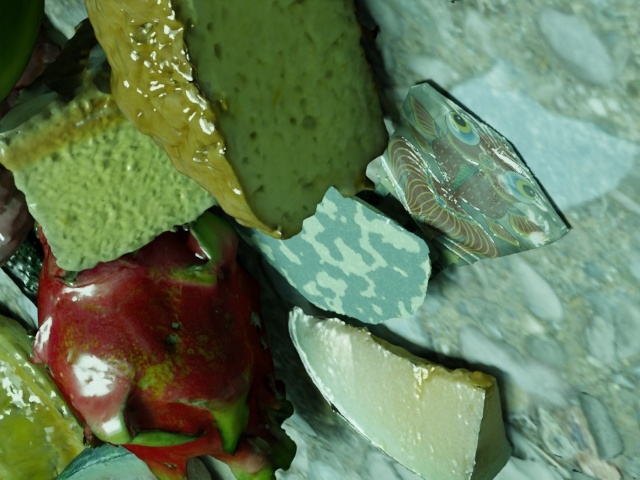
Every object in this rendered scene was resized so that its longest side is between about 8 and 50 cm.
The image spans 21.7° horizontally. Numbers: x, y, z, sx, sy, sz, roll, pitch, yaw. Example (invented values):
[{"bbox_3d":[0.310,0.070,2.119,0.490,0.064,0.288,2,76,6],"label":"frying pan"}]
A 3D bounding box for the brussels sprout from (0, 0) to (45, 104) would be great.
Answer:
[{"bbox_3d":[-0.328,-0.197,1.053,0.344,0.268,0.344,50,-178,-3],"label":"brussels sprout"}]

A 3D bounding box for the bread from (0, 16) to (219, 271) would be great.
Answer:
[{"bbox_3d":[-0.156,-0.071,1.156,0.127,0.152,0.147,33,149,41],"label":"bread"}]

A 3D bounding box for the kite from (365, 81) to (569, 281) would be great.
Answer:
[{"bbox_3d":[0.069,-0.011,1.074,0.127,0.016,0.229,47,150,5],"label":"kite"}]

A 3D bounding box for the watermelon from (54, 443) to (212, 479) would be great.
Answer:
[{"bbox_3d":[-0.146,0.281,1.618,0.226,0.148,0.318,18,130,11],"label":"watermelon"}]

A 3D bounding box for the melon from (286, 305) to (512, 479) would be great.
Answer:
[{"bbox_3d":[0.051,0.110,1.207,0.182,0.054,0.098,20,135,36],"label":"melon"}]

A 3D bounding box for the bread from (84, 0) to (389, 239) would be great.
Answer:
[{"bbox_3d":[-0.054,-0.121,0.984,0.139,0.143,0.229,28,144,47],"label":"bread"}]

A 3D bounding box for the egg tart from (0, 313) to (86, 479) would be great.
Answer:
[{"bbox_3d":[-0.340,0.181,1.717,0.290,0.115,0.290,31,149,22],"label":"egg tart"}]

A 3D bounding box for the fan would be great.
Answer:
[{"bbox_3d":[0.000,0.000,1.157,0.240,0.009,0.131,16,133,48],"label":"fan"}]

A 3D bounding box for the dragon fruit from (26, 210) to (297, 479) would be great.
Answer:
[{"bbox_3d":[-0.116,0.080,1.284,0.269,0.198,0.200,43,-159,-55],"label":"dragon fruit"}]

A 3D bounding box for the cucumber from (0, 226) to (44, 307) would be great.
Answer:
[{"bbox_3d":[-0.247,0.027,1.474,0.214,0.052,0.058,54,169,-16],"label":"cucumber"}]

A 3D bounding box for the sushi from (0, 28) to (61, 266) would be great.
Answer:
[{"bbox_3d":[-0.310,-0.091,1.292,0.270,0.171,0.236,41,150,-2],"label":"sushi"}]
